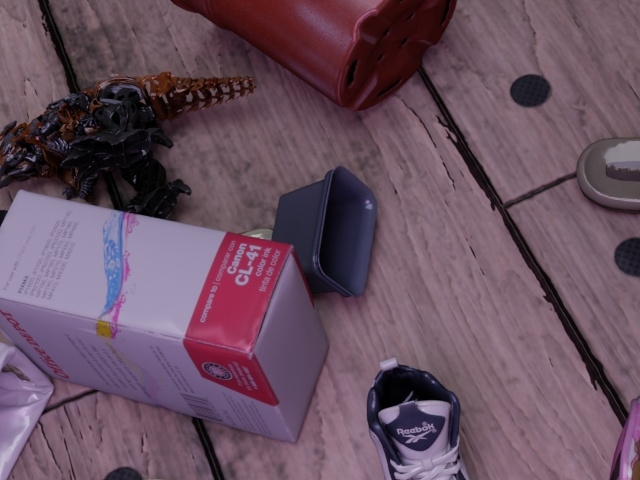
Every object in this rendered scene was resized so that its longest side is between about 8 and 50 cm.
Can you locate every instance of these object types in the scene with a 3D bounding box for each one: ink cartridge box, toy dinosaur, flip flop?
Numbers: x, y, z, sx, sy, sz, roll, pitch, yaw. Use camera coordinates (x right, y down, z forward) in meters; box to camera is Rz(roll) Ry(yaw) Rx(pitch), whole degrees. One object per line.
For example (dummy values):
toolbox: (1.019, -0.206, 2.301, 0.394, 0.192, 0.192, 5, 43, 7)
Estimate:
ink cartridge box: (-0.165, 0.078, 1.230, 0.306, 0.226, 0.131, 13, 64, 17)
toy dinosaur: (-0.243, -0.132, 1.419, 0.322, 0.164, 0.218, -36, 41, 15)
flip flop: (0.414, -0.084, 1.287, 0.277, 0.080, 0.112, 2, 61, 13)

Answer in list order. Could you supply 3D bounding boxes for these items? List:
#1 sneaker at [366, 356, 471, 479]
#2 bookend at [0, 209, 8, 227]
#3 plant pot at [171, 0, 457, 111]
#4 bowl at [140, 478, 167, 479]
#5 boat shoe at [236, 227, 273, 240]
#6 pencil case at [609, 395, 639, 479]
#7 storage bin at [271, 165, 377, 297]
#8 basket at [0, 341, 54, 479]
sneaker: (0.099, 0.213, 1.141, 0.094, 0.153, 0.235, -14, 59, 4)
bookend: (-0.422, -0.004, 1.369, 0.157, 0.156, 0.072, -1, 61, 10)
plant pot: (0.001, -0.307, 1.410, 0.272, 0.272, 0.265, -43, 70, -13)
bowl: (-0.199, 0.309, 1.174, 0.170, 0.170, 0.080, -17, 103, 1)
boat shoe: (-0.107, 0.024, 1.350, 0.135, 0.050, 0.045, -17, 54, 2)
pencil case: (0.443, 0.240, 1.057, 0.386, 0.167, 0.160, 8, 98, 16)
storage bin: (0.000, 0.000, 1.327, 0.091, 0.098, 0.135, -12, 55, 37)
basket: (-0.380, 0.191, 1.278, 0.103, 0.113, 0.167, 15, 65, 23)
